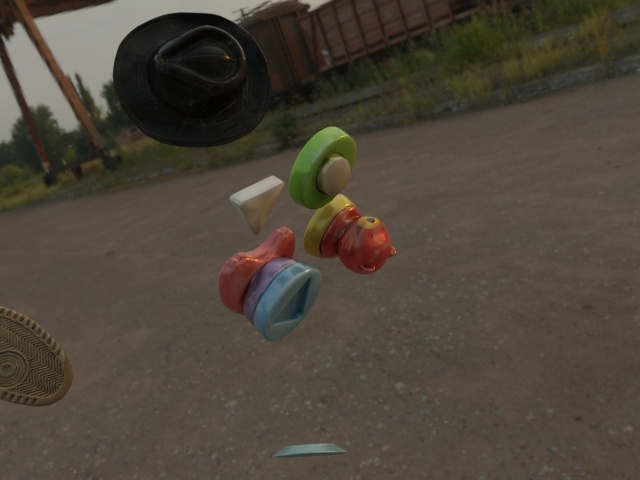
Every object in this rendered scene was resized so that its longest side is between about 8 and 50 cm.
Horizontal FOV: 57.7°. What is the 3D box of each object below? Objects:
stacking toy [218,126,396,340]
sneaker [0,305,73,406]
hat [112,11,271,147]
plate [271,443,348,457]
[{"bbox_3d":[0.000,0.000,0.883,0.130,0.279,0.309,34,54,24],"label":"stacking toy"},{"bbox_3d":[-0.460,0.131,0.764,0.153,0.282,0.099,-34,27,61],"label":"sneaker"},{"bbox_3d":[-0.253,-0.347,1.188,0.331,0.331,0.134,-25,2,-16],"label":"hat"},{"bbox_3d":[-0.026,0.516,1.428,0.188,0.024,0.188,-2,-22,-1],"label":"plate"}]
